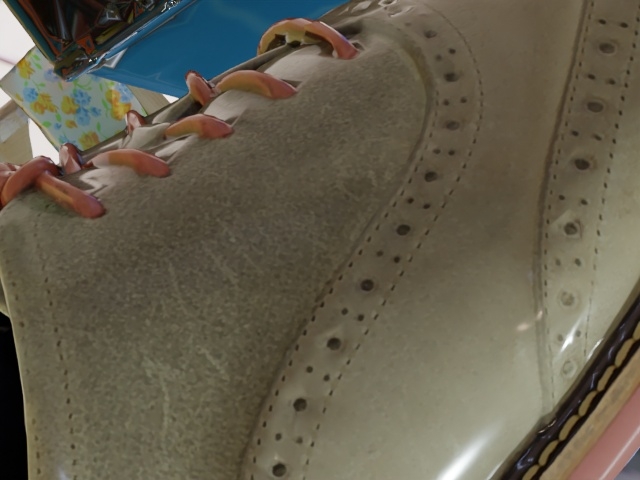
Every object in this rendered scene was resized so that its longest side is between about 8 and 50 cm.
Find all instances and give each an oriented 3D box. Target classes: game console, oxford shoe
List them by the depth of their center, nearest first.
[{"bbox_3d":[0.000,0.000,0.369,0.348,0.130,0.123,-65,-164,-16],"label":"oxford shoe"},{"bbox_3d":[-0.034,-0.103,0.575,0.122,0.107,0.071,-31,-169,27],"label":"game console"}]

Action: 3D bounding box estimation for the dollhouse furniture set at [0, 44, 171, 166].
[{"bbox_3d":[-0.323,-0.074,0.976,0.394,0.362,0.256,-34,-172,46],"label":"dollhouse furniture set"}]
